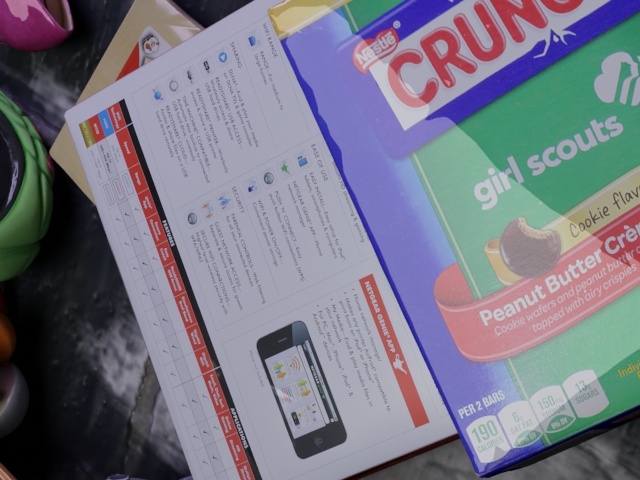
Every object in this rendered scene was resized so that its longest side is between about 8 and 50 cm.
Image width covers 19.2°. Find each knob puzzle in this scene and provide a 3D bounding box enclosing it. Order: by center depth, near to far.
[{"bbox_3d":[-0.108,-0.075,1.467,0.213,0.030,0.213,2,94,35],"label":"knob puzzle"}]

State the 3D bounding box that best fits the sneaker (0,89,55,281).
[{"bbox_3d":[-0.429,-0.131,1.618,0.483,0.202,0.185,35,116,31],"label":"sneaker"}]

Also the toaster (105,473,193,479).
[{"bbox_3d":[-0.112,0.293,1.463,0.146,0.129,0.226,-4,95,38],"label":"toaster"}]

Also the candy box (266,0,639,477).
[{"bbox_3d":[0.159,-0.057,1.137,0.268,0.122,0.317,-27,77,15],"label":"candy box"}]

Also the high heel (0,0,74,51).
[{"bbox_3d":[-0.258,-0.274,1.531,0.117,0.082,0.244,1,99,44],"label":"high heel"}]

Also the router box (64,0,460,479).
[{"bbox_3d":[0.000,0.000,1.332,0.301,0.082,0.335,-25,80,31],"label":"router box"}]

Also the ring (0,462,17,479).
[{"bbox_3d":[-0.293,0.295,1.622,0.337,0.032,0.336,24,128,34],"label":"ring"}]

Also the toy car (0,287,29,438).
[{"bbox_3d":[-0.333,0.086,1.623,0.182,0.159,0.136,-2,58,45],"label":"toy car"}]
